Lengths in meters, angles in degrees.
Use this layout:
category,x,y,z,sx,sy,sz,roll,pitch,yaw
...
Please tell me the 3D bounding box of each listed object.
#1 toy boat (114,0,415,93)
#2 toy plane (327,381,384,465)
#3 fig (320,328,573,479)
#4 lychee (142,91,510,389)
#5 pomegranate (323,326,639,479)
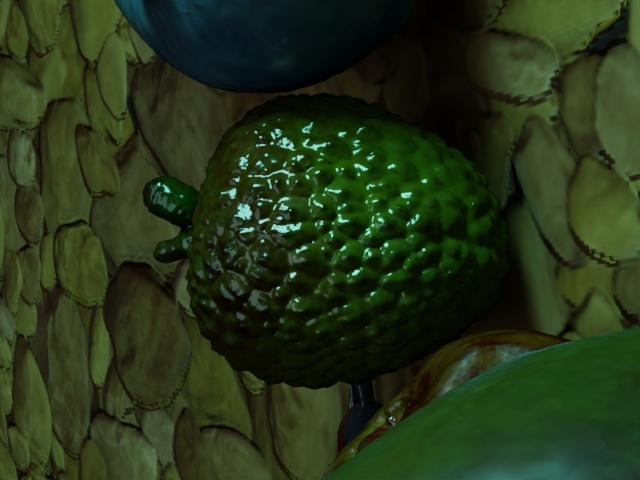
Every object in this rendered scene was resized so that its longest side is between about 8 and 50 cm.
category,x,y,z,sx,sy,sz,roll,pitch,yaw
toy boat,-0.074,-0.197,0.708,0.215,0.123,0.330,112,141,-55
toy plane,0.022,0.085,0.738,0.060,0.037,0.145,-173,72,-68
fig,0.061,0.106,0.593,0.128,0.128,0.150,-31,71,57
lychee,0.000,0.000,0.669,0.146,0.114,0.114,4,104,17
pomegranate,0.108,0.181,0.436,0.291,0.291,0.323,54,165,38
